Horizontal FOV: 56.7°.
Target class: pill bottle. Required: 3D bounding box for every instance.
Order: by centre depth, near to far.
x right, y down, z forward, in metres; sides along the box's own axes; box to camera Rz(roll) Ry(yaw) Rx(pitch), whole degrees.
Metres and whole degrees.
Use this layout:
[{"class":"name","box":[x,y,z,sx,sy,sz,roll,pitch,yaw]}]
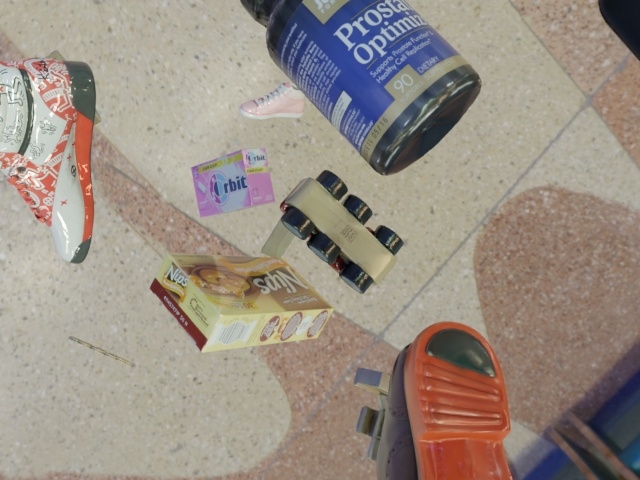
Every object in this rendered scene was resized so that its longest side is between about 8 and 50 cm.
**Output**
[{"class":"pill bottle","box":[0.029,-0.175,0.539,0.123,0.123,0.219,-42,79,5]}]

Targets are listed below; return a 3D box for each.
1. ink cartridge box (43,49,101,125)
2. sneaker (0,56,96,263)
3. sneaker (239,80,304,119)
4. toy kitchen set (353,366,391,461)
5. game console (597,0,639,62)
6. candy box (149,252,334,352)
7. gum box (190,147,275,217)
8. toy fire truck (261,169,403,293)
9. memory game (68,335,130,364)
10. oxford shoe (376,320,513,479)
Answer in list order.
[{"class":"ink cartridge box","box":[-0.685,-0.319,1.445,0.234,0.193,0.088,-32,160,-2]},{"class":"sneaker","box":[-0.359,-0.088,0.723,0.144,0.090,0.270,-7,124,-34]},{"class":"sneaker","box":[-0.091,-0.275,1.145,0.134,0.051,0.070,-7,133,-26]},{"class":"toy kitchen set","box":[0.049,0.183,0.623,0.075,0.068,0.083,34,66,-41]},{"class":"game console","box":[0.280,-0.105,0.177,0.173,0.293,0.250,-15,151,-14]},{"class":"candy box","box":[-0.140,0.112,1.136,0.316,0.183,0.088,6,120,-52]},{"class":"gum box","box":[-0.181,-0.112,1.187,0.062,0.188,0.107,-13,93,-45]},{"class":"toy fire truck","box":[0.000,0.000,1.108,0.217,0.246,0.158,43,80,-13]},{"class":"memory game","box":[-0.622,0.310,1.670,0.186,0.186,0.012,34,70,-32]},{"class":"oxford shoe","box":[0.089,0.202,0.428,0.096,0.272,0.098,13,151,-13]}]
